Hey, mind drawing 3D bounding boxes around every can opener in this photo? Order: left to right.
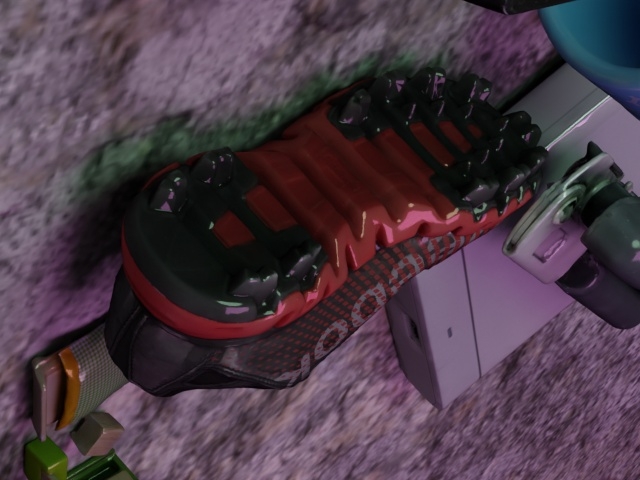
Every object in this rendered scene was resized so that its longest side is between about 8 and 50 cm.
[{"bbox_3d":[0.174,0.016,1.083,0.076,0.095,0.283,-47,158,6],"label":"can opener"}]

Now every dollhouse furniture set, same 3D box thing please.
[{"bbox_3d":[-0.105,0.104,0.972,0.076,0.058,0.151,-30,151,-29],"label":"dollhouse furniture set"}]

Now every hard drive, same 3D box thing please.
[{"bbox_3d":[0.187,-0.057,1.173,0.353,0.047,0.233,-39,155,-11],"label":"hard drive"}]

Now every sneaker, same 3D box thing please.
[{"bbox_3d":[0.000,0.000,0.927,0.276,0.097,0.135,-25,157,-42],"label":"sneaker"}]

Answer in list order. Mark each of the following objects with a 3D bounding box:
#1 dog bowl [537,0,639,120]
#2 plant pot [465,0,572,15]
[{"bbox_3d":[0.211,-0.184,0.892,0.074,0.166,0.297,8,124,-46],"label":"dog bowl"},{"bbox_3d":[0.072,-0.184,0.668,0.187,0.167,0.188,-17,145,-43],"label":"plant pot"}]
